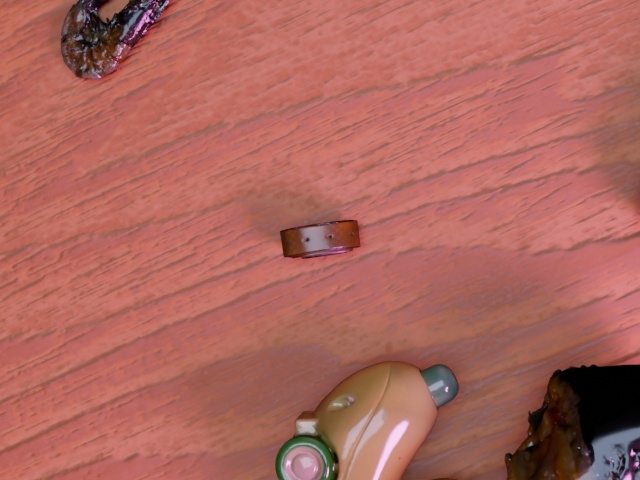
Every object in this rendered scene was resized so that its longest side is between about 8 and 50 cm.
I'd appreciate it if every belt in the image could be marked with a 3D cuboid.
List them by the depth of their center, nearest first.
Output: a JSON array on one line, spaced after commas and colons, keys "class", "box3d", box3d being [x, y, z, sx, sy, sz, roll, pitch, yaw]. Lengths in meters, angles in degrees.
[{"class": "belt", "box3d": [0.000, 0.000, 1.323, 0.083, 0.059, 0.036, -8, 86, -4]}]

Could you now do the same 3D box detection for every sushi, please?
[{"class": "sushi", "box3d": [0.272, 0.227, 1.200, 0.204, 0.200, 0.213, -8, 89, 7]}]

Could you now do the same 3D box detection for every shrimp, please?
[{"class": "shrimp", "box3d": [-0.226, -0.251, 1.383, 0.161, 0.034, 0.091, -42, 81, 4]}]

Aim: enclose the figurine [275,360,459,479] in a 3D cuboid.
[{"class": "figurine", "box3d": [0.072, 0.285, 1.268, 0.222, 0.124, 0.325, -2, 89, 5]}]
